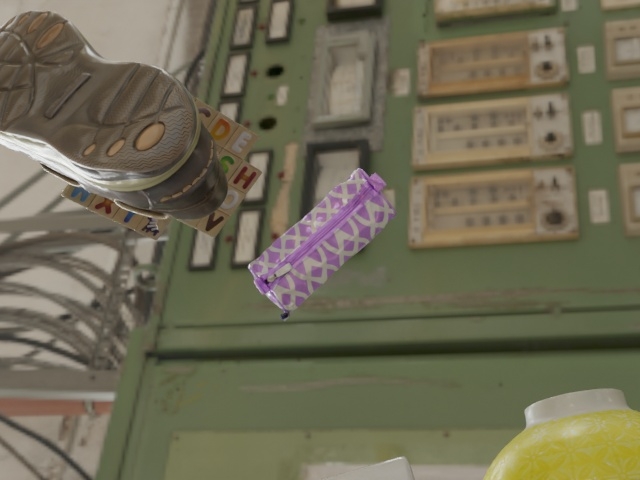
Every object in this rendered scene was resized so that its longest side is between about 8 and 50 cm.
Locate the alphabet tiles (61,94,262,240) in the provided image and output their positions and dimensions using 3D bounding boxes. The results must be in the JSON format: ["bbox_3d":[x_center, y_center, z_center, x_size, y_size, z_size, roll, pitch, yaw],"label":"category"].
[{"bbox_3d":[-0.193,-0.092,1.293,0.237,0.198,0.009,29,-168,-42],"label":"alphabet tiles"}]

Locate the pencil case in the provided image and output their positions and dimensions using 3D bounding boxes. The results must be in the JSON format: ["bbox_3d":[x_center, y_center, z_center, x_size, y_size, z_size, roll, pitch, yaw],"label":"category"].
[{"bbox_3d":[0.000,0.000,1.215,0.086,0.206,0.088,45,176,20],"label":"pencil case"}]

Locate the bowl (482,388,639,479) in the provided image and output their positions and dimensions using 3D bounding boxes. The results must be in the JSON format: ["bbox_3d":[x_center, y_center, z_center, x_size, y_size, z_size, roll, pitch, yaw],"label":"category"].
[{"bbox_3d":[0.304,0.258,1.101,0.289,0.290,0.156,53,-153,-66],"label":"bowl"}]

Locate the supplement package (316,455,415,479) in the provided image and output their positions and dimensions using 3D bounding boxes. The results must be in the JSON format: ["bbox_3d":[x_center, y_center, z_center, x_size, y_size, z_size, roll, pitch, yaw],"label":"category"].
[{"bbox_3d":[-0.063,0.259,0.524,0.175,0.293,0.177,73,-177,-60],"label":"supplement package"}]

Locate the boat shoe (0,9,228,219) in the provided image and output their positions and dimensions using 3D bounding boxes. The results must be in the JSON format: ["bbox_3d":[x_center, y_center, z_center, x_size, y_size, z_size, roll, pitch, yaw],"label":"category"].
[{"bbox_3d":[-0.213,-0.100,0.870,0.132,0.355,0.130,-46,-44,-12],"label":"boat shoe"}]
